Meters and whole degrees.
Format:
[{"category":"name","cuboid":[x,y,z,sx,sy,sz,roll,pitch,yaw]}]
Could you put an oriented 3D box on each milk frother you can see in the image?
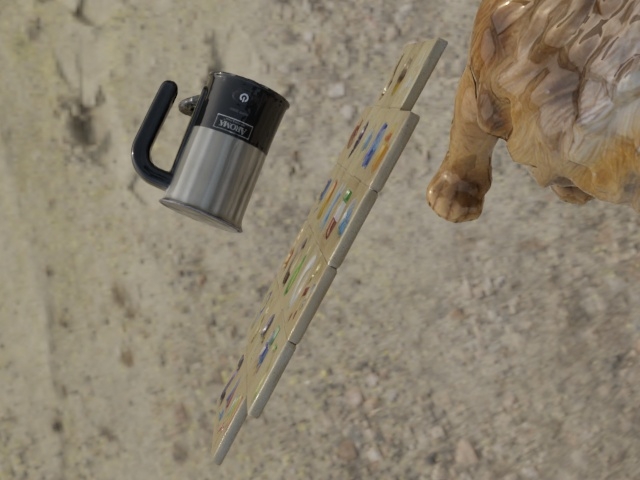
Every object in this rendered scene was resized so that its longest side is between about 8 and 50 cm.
[{"category":"milk frother","cuboid":[-0.105,-0.084,1.161,0.129,0.143,0.135,20,82,14]}]

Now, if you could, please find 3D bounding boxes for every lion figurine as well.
[{"category":"lion figurine","cuboid":[0.123,-0.163,0.603,0.240,0.142,0.392,103,161,-58]}]

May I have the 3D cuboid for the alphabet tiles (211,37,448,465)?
[{"category":"alphabet tiles","cuboid":[0.000,0.000,0.919,0.011,0.285,0.343,28,94,-6]}]
